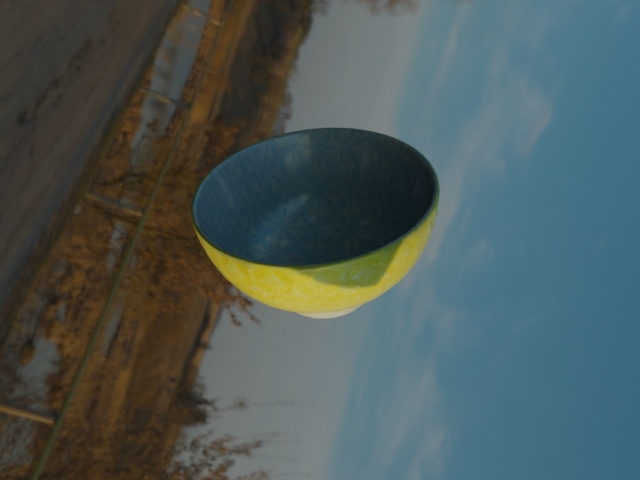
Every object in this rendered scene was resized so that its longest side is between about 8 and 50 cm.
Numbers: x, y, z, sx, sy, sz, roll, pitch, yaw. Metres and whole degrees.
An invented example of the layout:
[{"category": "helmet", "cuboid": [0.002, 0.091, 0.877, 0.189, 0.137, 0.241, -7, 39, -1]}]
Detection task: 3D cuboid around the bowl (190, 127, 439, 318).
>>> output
[{"category": "bowl", "cuboid": [0.000, 0.000, 0.999, 0.289, 0.289, 0.156, -84, 169, -51]}]
